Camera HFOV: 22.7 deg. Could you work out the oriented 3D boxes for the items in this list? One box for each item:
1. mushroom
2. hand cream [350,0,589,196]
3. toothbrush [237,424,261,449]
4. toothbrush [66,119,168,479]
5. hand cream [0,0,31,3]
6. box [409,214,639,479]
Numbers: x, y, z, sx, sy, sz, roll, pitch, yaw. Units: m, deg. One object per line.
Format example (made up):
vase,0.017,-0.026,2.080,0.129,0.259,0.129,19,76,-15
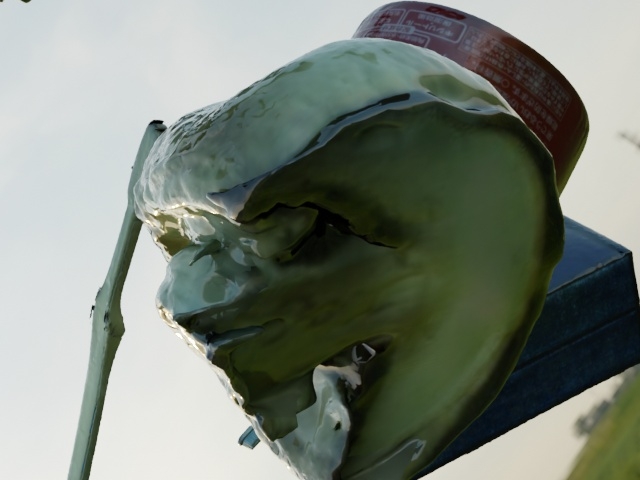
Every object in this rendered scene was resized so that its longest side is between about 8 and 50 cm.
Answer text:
mushroom,0.005,-0.006,0.803,0.189,0.164,0.267,-37,-40,-5
hand cream,0.085,-0.068,1.133,0.125,0.193,0.193,-59,-11,-16
toothbrush,-0.035,0.202,2.035,0.263,0.026,0.022,-38,-29,-56
toothbrush,-0.122,0.071,0.898,0.028,0.026,0.294,8,-70,-32
hand cream,-0.181,-0.266,1.243,0.224,0.048,0.083,-45,-42,4
box,0.080,0.054,1.331,0.261,0.279,0.116,-26,-61,-19
